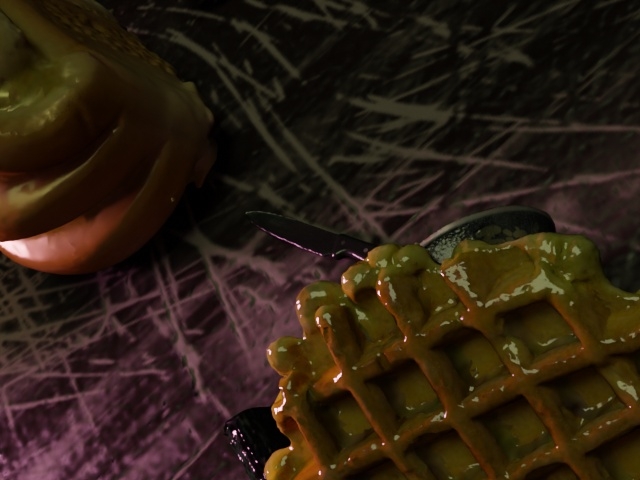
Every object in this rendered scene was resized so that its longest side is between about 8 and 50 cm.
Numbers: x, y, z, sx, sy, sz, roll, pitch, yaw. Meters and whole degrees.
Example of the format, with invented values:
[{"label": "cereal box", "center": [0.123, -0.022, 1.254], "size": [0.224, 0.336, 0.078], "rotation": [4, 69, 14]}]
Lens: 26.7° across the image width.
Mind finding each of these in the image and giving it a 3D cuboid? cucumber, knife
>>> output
[{"label": "cucumber", "center": [0.000, 0.179, 0.894], "size": [0.070, 0.046, 0.220], "rotation": [-37, 48, 0]}, {"label": "knife", "center": [0.000, 0.000, 1.020], "size": [0.170, 0.010, 0.023], "rotation": [20, 70, 42]}]

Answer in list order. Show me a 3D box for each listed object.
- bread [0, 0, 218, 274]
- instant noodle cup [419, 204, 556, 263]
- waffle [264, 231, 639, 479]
[{"label": "bread", "center": [-0.264, -0.105, 1.103], "size": [0.316, 0.270, 0.211], "rotation": [39, 103, 36]}, {"label": "instant noodle cup", "center": [0.119, 0.067, 0.834], "size": [0.127, 0.127, 0.135], "rotation": [-34, 58, 13]}, {"label": "waffle", "center": [0.098, 0.136, 0.749], "size": [0.301, 0.058, 0.281], "rotation": [-6, 100, 23]}]
